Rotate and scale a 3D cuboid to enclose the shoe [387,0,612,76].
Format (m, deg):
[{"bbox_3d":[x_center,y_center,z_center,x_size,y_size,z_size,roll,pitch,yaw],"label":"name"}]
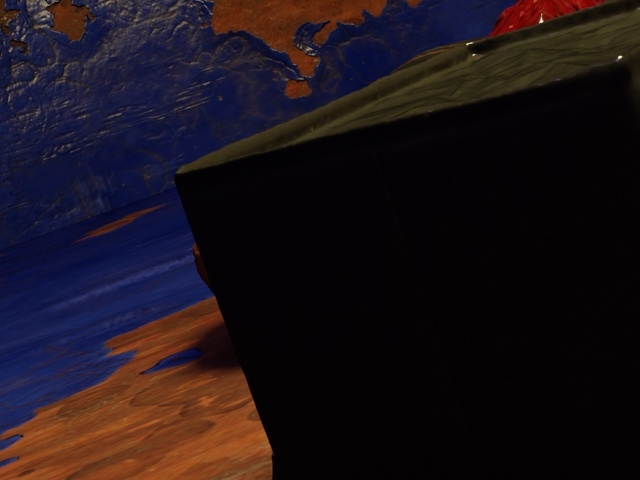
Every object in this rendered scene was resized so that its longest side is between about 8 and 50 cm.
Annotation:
[{"bbox_3d":[0.264,-0.197,1.689,0.384,0.171,0.237,-10,19,37],"label":"shoe"}]

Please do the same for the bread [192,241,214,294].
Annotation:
[{"bbox_3d":[-0.010,0.007,1.197,0.190,0.123,0.244,-36,10,-19],"label":"bread"}]

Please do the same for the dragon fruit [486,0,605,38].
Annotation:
[{"bbox_3d":[0.179,-0.118,1.265,0.302,0.240,0.330,25,-32,-33],"label":"dragon fruit"}]

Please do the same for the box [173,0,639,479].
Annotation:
[{"bbox_3d":[0.141,-0.010,0.745,0.251,0.204,0.345,-12,12,36],"label":"box"}]
